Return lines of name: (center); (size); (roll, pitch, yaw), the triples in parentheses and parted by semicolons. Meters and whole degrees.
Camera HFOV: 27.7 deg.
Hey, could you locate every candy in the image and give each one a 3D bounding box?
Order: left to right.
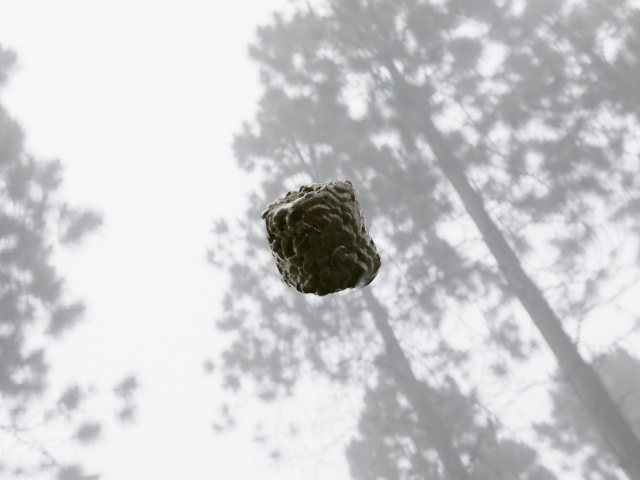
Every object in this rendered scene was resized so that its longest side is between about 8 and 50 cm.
candy: (0.000, 0.000, 1.202); (0.095, 0.085, 0.110); (-23, -70, -28)
